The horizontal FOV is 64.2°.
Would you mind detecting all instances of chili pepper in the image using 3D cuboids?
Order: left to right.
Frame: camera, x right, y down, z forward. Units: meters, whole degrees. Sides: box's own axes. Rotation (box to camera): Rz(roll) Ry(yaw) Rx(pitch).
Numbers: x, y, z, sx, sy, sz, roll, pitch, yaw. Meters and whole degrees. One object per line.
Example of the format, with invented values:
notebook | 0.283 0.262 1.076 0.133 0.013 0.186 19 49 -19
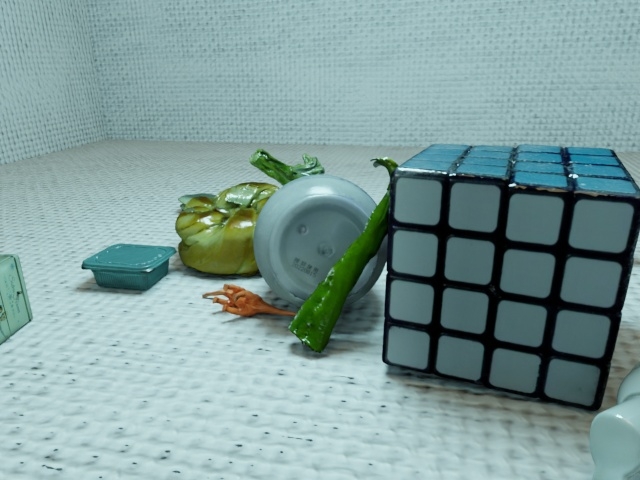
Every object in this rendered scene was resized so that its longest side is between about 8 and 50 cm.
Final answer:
chili pepper | 0.054 0.028 0.901 0.085 0.359 0.076 31 6 32

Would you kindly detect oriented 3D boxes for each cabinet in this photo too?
cabinet | -0.663 0.128 0.925 0.150 0.145 0.206 1 20 5

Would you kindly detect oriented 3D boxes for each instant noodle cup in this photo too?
instant noodle cup | -0.445 0.062 1.208 0.179 0.070 0.157 2 19 10

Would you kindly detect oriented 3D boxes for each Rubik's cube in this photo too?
Rubik's cube | 0.311 0.024 0.877 0.337 0.344 0.344 7 22 19

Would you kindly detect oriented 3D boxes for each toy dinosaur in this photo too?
toy dinosaur | -0.148 0.126 1.036 0.279 0.055 0.101 15 2 42

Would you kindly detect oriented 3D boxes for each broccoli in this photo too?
broccoli | -0.080 -0.222 1.656 0.198 0.275 0.177 -45 23 -18

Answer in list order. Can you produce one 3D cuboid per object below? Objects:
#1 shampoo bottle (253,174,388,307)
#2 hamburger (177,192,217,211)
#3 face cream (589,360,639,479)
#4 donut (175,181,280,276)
shampoo bottle | 0.000 0.000 1.063 0.273 0.273 0.266 -2 7 -2
hamburger | -0.410 -0.124 1.733 0.140 0.062 0.133 7 17 27
face cream | 0.477 0.207 0.651 0.369 0.145 0.145 -11 22 -27
donut | -0.206 -0.040 1.339 0.360 0.170 0.360 -1 22 0
